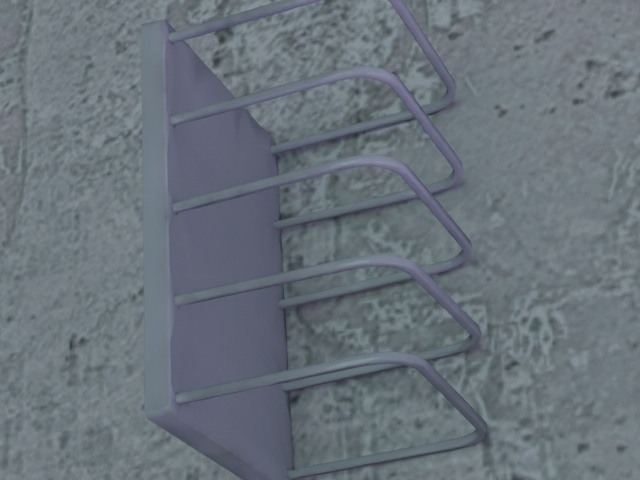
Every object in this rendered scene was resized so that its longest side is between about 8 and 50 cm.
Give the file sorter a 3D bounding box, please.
[{"bbox_3d":[0.000,0.000,1.066,0.173,0.193,0.277,-12,63,19],"label":"file sorter"}]
